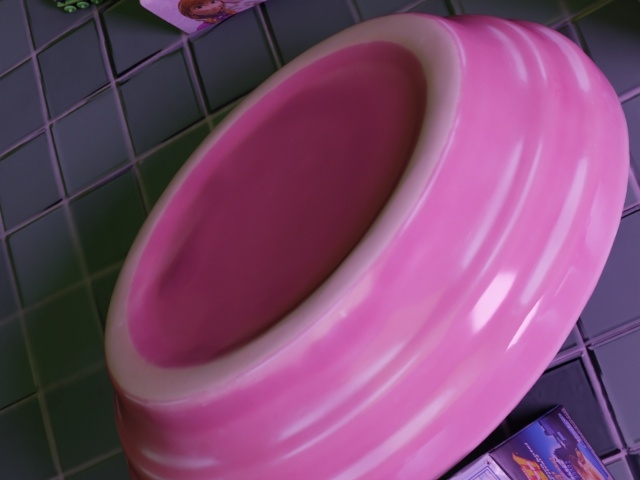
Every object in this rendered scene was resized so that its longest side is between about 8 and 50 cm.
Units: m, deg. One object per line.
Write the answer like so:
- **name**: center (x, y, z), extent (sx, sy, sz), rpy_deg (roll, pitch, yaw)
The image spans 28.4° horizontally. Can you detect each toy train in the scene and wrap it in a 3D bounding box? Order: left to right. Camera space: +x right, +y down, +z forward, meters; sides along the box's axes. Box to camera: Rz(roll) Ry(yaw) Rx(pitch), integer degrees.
- **toy train**: center (-0.162, -0.186, 0.928), extent (0.083, 0.023, 0.017), rpy_deg (-11, 74, 26)

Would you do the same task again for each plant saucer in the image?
- **plant saucer**: center (0.000, 0.000, 0.669), extent (0.332, 0.084, 0.332), rpy_deg (-34, 32, 25)

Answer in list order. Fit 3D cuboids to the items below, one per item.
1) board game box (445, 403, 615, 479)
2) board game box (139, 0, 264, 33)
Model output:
- **board game box**: center (0.117, 0.162, 0.597), extent (0.060, 0.194, 0.194), rpy_deg (-41, 62, 15)
- **board game box**: center (0.004, -0.341, 0.846), extent (0.318, 0.066, 0.318), rpy_deg (-18, 70, 24)
